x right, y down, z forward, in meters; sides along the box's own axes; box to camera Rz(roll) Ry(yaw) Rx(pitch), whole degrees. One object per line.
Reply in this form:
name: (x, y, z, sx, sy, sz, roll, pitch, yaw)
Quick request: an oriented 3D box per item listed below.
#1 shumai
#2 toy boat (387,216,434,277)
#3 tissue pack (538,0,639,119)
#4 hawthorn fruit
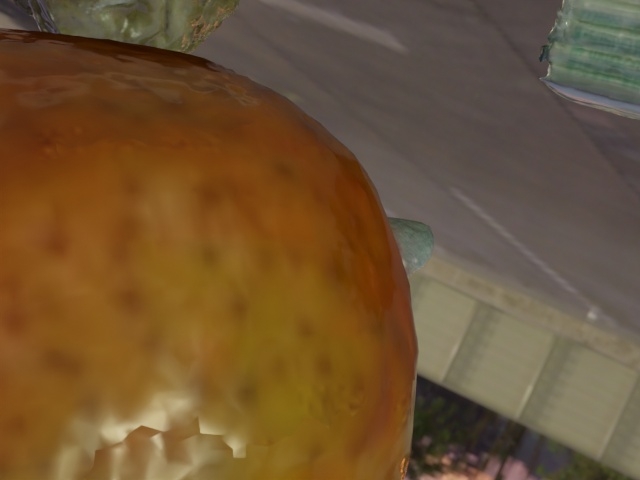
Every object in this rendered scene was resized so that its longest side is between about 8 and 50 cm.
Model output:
shumai: (-0.113, -0.257, 0.961, 0.189, 0.255, 0.218, 30, 164, -24)
toy boat: (0.000, 0.000, 1.175, 0.282, 0.096, 0.206, 12, -143, -29)
tissue pack: (0.398, -0.145, 0.978, 0.388, 0.162, 0.287, 17, -167, 18)
hawthorn fruit: (-0.169, 0.091, 0.677, 0.472, 0.471, 0.472, 26, 177, 1)
